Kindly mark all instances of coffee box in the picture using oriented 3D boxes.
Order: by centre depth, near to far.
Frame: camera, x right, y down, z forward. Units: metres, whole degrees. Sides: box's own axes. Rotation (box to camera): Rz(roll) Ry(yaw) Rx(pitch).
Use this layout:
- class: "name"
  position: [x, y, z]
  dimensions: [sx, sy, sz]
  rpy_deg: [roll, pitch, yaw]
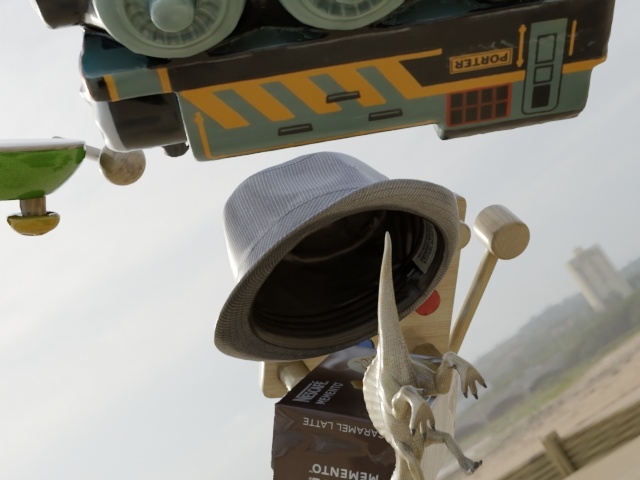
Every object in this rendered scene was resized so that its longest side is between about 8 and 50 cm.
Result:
- class: "coffee box"
  position: [0.052, 0.186, 1.012]
  dimensions: [0.141, 0.098, 0.246]
  rpy_deg: [6, 9, 16]

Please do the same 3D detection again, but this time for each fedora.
- class: "fedora"
  position: [0.000, 0.000, 0.949]
  dimensions: [0.275, 0.124, 0.244]
  rpy_deg: [0, -45, -43]

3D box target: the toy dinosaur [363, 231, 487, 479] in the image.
- class: "toy dinosaur"
  position: [0.050, 0.089, 0.598]
  dimensions: [0.053, 0.183, 0.092]
  rpy_deg: [-10, 6, -28]

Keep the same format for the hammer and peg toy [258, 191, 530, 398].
- class: "hammer and peg toy"
  position: [0.102, 0.070, 1.253]
  dimensions: [0.361, 0.127, 0.266]
  rpy_deg: [-3, -68, -22]

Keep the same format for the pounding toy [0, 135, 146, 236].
- class: "pounding toy"
  position: [-0.319, -0.051, 1.069]
  dimensions: [0.182, 0.110, 0.236]
  rpy_deg: [6, 11, 38]

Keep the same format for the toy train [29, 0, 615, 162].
- class: "toy train"
  position: [0.012, -0.135, 0.567]
  dimensions: [0.333, 0.142, 0.190]
  rpy_deg: [-11, -42, -2]
